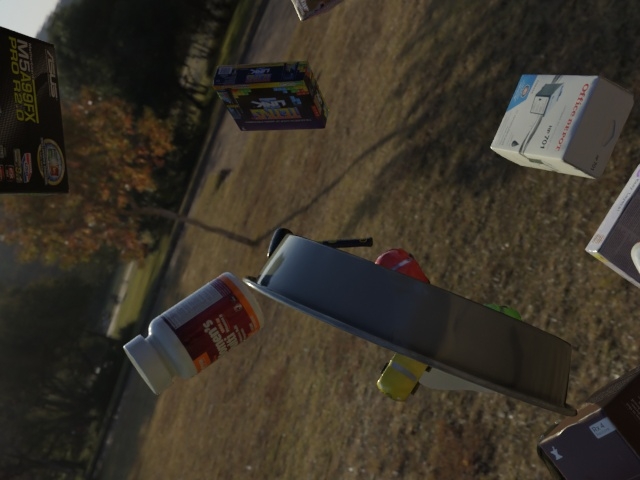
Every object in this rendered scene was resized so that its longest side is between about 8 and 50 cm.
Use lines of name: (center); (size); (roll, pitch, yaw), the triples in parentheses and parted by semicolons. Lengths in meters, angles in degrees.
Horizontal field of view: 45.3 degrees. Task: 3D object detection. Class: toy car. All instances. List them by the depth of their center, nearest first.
toy car: (0.196, 0.120, 1.152); (0.053, 0.225, 0.239); (90, -179, -71)

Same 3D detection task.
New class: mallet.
mallet: (0.000, 0.000, 1.356); (0.039, 0.189, 0.062); (68, -161, -45)

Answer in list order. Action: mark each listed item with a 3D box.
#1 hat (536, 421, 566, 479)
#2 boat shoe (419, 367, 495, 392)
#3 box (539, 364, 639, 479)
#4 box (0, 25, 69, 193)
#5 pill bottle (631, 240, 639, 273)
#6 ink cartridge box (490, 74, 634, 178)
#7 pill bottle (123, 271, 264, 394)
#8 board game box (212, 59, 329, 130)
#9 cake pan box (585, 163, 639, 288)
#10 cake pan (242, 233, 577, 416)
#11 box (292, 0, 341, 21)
hat: (0.659, 0.505, 1.736); (0.134, 0.331, 0.331); (-32, 1, -27)
boat shoe: (0.268, 0.228, 1.526); (0.108, 0.301, 0.102); (-60, 38, 21)
box: (0.525, 0.337, 1.305); (0.203, 0.167, 0.168); (-25, -18, -38)
box: (-0.513, -0.209, 1.274); (0.216, 0.060, 0.270); (-10, -85, -76)
pill bottle: (0.740, -0.001, 1.296); (0.363, 0.210, 0.210); (-38, 30, 23)
ink cartridge box: (0.376, -0.184, 1.213); (0.140, 0.082, 0.190); (-67, 23, 2)
pill bottle: (-0.216, 0.159, 1.316); (0.221, 0.121, 0.121); (-35, 7, -20)
board game box: (-0.086, -0.254, 1.368); (0.141, 0.170, 0.048); (60, -144, -57)
cake pan box: (0.808, -0.021, 1.845); (0.267, 0.245, 0.070); (-59, 14, 0)
cake pan: (0.079, 0.064, 0.646); (0.054, 0.293, 0.293); (-68, 18, -2)
box: (-0.018, -0.469, 1.026); (0.057, 0.293, 0.201); (-31, 10, -32)
